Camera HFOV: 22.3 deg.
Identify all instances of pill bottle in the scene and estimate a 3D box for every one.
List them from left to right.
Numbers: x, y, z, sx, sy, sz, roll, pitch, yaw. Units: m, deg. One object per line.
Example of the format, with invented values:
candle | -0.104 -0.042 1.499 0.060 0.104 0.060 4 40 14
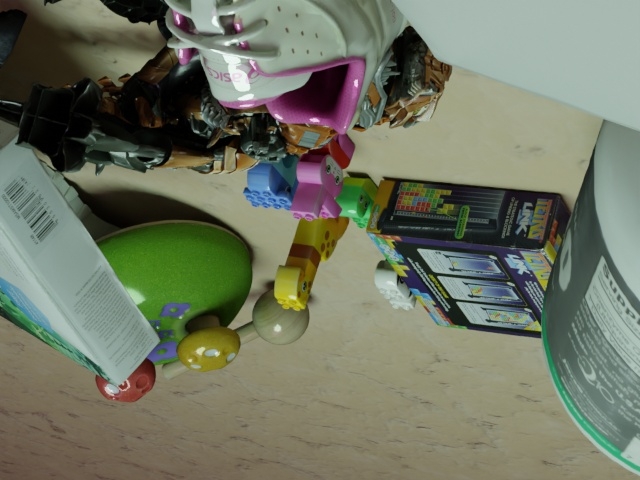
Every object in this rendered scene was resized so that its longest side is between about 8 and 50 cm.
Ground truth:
pill bottle | 0.236 -0.002 0.860 0.204 0.204 0.361 16 159 6

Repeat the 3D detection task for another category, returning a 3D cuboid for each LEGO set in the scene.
LEGO set | 0.000 0.000 1.216 0.087 0.093 0.227 6 157 28

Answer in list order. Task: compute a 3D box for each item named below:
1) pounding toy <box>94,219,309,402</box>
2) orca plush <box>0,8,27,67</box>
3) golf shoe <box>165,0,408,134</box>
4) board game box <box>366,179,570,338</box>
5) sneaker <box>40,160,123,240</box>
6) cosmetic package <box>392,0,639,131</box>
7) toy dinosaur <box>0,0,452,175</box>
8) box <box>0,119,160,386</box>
pounding toy | -0.123 0.087 1.412 0.183 0.110 0.237 -30 146 19
orca plush | -0.294 -0.207 0.987 0.151 0.102 0.287 -44 134 16
golf shoe | -0.033 -0.138 0.744 0.115 0.140 0.306 13 175 30
board game box | 0.130 0.018 1.221 0.141 0.048 0.170 5 156 26
sneaker | -0.246 -0.006 1.427 0.095 0.090 0.235 12 160 42
cosmetic package | 0.139 -0.127 0.483 0.365 0.155 0.197 31 168 50
toy dinosaur | -0.078 -0.089 0.997 0.322 0.164 0.218 -29 149 37
box | -0.281 -0.033 1.215 0.322 0.058 0.232 26 154 41
